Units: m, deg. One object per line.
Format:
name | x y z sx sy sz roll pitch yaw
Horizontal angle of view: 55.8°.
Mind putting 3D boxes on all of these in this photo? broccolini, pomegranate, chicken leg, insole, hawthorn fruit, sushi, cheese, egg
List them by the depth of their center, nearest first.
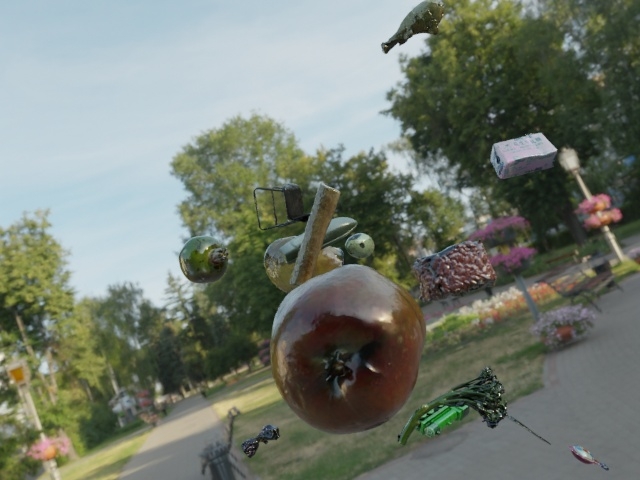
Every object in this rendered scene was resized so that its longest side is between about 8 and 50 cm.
hawthorn fruit | 0.043 0.189 0.996 0.268 0.267 0.301 -25 7 15
broccolini | 0.297 0.397 1.341 0.271 0.123 0.062 -34 -42 6
chicken leg | 0.225 -0.511 1.468 0.178 0.093 0.070 -32 -19 13
insole | 0.544 0.507 1.692 0.009 0.119 0.348 -55 5 -5
egg | 0.130 0.018 2.020 0.110 0.085 0.085 6 -24 -34
sushi | 0.450 0.110 2.061 0.270 0.170 0.236 -18 -12 4
cheese | 0.919 0.747 2.079 0.038 0.145 0.095 -62 -2 7
pomegranate | -0.394 0.065 2.128 0.210 0.179 0.180 -15 -2 39

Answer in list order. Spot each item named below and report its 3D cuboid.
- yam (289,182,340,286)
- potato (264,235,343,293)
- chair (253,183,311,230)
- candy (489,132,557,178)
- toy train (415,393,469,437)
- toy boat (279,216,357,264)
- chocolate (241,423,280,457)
yam | -0.019 -0.010 1.687 0.066 0.299 0.066 19 6 -2
potato | -0.064 0.089 2.087 0.266 0.229 0.229 9 -11 -2
chair | -0.088 -0.120 2.022 0.221 0.145 0.140 -6 4 23
candy | 0.547 -0.230 1.643 0.160 0.092 0.073 -14 -39 -10
toy train | 0.455 0.670 2.299 0.119 0.085 0.251 23 29 40
toy boat | 0.000 0.000 1.871 0.261 0.078 0.085 -28 -50 -12
chocolate | -0.204 0.698 2.118 0.147 0.072 0.070 -31 -39 4
